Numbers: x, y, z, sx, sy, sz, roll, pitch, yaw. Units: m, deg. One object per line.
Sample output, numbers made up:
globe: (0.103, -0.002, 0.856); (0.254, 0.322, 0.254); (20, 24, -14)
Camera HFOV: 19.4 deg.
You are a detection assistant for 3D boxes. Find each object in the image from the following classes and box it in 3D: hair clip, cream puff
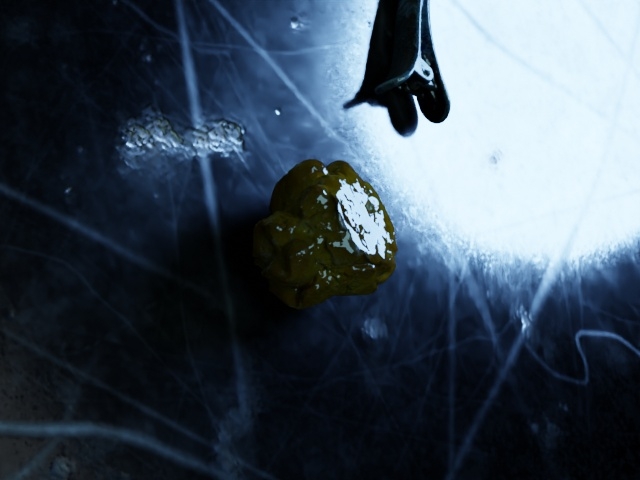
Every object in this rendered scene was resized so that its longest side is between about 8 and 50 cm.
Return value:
hair clip: (0.092, -0.214, 1.626); (0.070, 0.039, 0.230); (24, 61, -28)
cream puff: (0.000, 0.000, 1.457); (0.116, 0.094, 0.122); (46, 30, -21)
